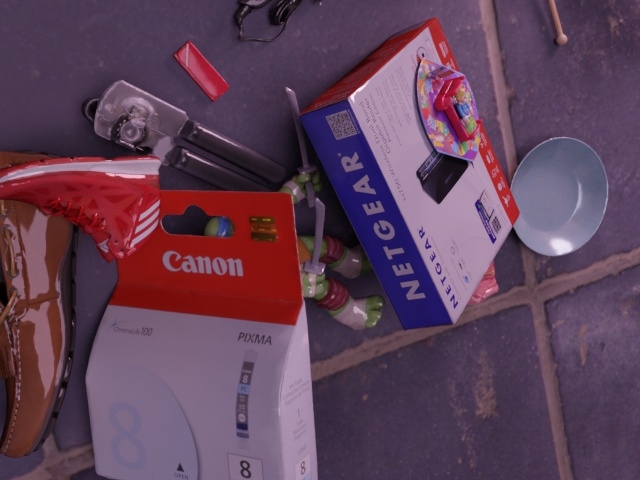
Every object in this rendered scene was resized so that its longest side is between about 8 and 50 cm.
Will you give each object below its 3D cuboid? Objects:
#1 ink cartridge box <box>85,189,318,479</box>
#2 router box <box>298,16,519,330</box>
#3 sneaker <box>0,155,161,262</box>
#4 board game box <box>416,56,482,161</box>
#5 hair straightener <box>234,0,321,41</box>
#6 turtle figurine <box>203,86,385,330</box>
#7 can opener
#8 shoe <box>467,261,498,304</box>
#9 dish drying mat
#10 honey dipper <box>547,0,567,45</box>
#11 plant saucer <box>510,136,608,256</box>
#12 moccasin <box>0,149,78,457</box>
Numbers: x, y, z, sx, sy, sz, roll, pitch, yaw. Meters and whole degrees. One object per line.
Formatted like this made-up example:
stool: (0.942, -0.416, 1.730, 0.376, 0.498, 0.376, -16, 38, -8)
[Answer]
ink cartridge box: (-0.164, 0.133, 1.058, 0.091, 0.308, 0.385, -24, 113, -57)
router box: (0.141, -0.097, 1.169, 0.301, 0.082, 0.335, -49, 118, -46)
sneaker: (-0.277, -0.032, 0.988, 0.221, 0.087, 0.128, -9, 95, -39)
board game box: (0.192, -0.183, 1.163, 0.168, 0.033, 0.133, 6, 75, -51)
hair straightener: (-0.029, -0.353, 1.160, 0.089, 0.047, 0.230, 43, 82, -22)
turtle figurine: (0.000, 0.000, 1.119, 0.266, 0.198, 0.275, 30, 100, -40)
can opener: (-0.181, -0.128, 1.133, 0.283, 0.095, 0.076, 25, 89, -37)
shoe: (0.201, 0.070, 1.315, 0.178, 0.063, 0.081, -19, 101, -22)
dish drying mat: (-0.162, -0.231, 1.149, 0.032, 0.008, 0.083, -46, 112, -10)
honey dipper: (0.358, -0.383, 1.322, 0.030, 0.030, 0.161, -28, 112, -15)
plant saucer: (0.381, -0.072, 1.377, 0.195, 0.037, 0.195, -4, 100, -21)
moccasin: (-0.379, 0.079, 1.045, 0.147, 0.139, 0.380, 2, 98, -21)
